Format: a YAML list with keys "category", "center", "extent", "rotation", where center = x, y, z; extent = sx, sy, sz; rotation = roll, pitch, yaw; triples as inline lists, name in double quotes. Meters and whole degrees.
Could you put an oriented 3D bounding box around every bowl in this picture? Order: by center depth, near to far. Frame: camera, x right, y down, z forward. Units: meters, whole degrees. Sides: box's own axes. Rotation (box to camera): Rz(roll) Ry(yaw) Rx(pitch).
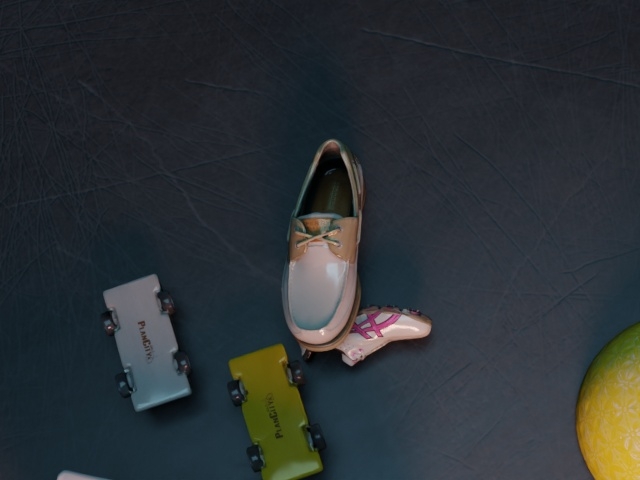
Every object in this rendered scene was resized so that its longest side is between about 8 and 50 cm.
- category: "bowl"
  center: [0.474, 0.215, 1.636]
  extent: [0.290, 0.156, 0.289]
  rotation: [-2, 71, 6]

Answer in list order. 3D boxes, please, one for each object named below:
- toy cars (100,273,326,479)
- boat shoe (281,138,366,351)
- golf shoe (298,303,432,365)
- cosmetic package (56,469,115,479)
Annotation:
- category: "toy cars"
  center: [-0.145, 0.195, 1.747]
  extent: [0.394, 0.087, 0.176]
  rotation: [28, 71, 17]
- category: "boat shoe"
  center: [0.000, 0.000, 1.745]
  extent: [0.113, 0.103, 0.302]
  rotation: [-2, 56, 10]
- category: "golf shoe"
  center: [0.061, 0.130, 1.757]
  extent: [0.186, 0.067, 0.085]
  rotation: [-2, 77, 16]
- category: "cosmetic package"
  center: [-0.100, 0.418, 1.588]
  extent: [0.453, 0.230, 0.161]
  rotation: [11, 72, 8]
